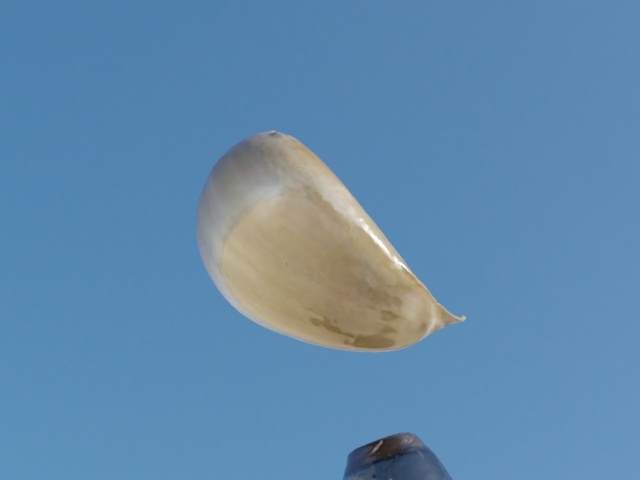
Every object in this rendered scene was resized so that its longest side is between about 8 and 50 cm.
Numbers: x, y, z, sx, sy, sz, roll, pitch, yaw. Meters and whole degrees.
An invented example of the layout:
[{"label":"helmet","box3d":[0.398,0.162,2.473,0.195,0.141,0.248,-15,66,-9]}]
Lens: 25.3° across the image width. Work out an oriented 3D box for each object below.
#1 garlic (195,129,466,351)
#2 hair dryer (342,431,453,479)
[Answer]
[{"label":"garlic","box3d":[-0.005,0.004,1.179,0.164,0.245,0.145,-5,-50,-54]},{"label":"hair dryer","box3d":[-0.013,0.307,1.073,0.359,0.304,0.120,-1,-21,-31]}]
